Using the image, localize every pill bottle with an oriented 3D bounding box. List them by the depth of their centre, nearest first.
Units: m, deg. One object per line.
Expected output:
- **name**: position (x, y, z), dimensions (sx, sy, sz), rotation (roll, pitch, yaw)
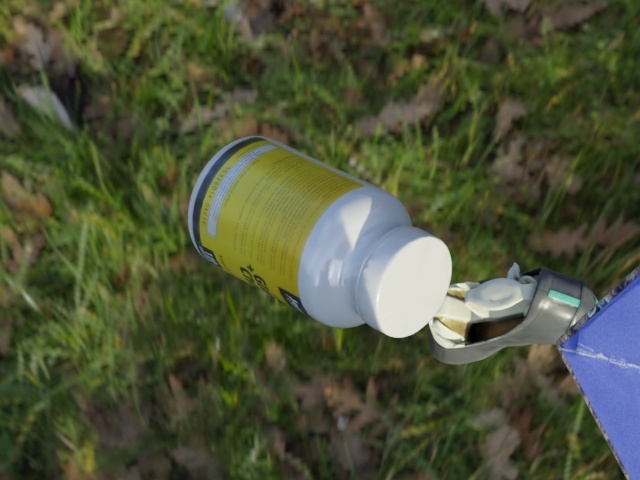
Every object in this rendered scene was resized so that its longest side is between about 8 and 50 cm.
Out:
- **pill bottle**: position (0.000, 0.000, 1.254), dimensions (0.184, 0.103, 0.103), rotation (27, 71, 40)

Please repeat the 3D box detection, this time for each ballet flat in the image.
- **ballet flat**: position (0.133, 0.055, 1.421), dimensions (0.074, 0.203, 0.074), rotation (6, 78, -33)

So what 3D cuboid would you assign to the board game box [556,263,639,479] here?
- **board game box**: position (0.318, 0.105, 0.997), dimensions (0.291, 0.141, 0.232), rotation (-4, 58, -40)
